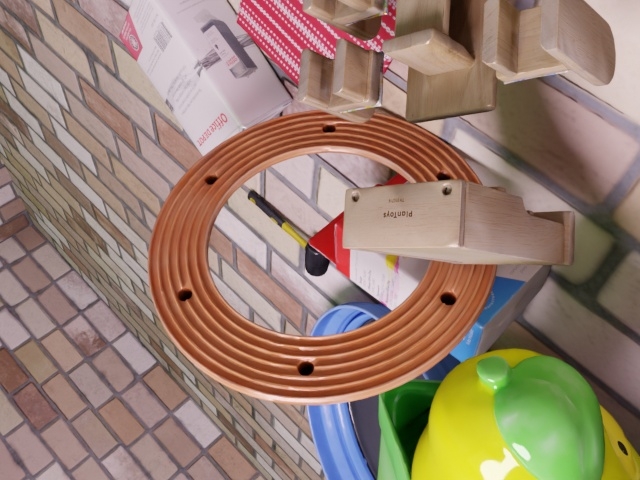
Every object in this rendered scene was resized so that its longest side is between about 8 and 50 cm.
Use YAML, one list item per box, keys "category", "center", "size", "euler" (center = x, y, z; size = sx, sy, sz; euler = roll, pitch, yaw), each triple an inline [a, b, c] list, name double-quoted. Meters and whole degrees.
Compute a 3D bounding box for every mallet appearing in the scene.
- category: "mallet"
  center: [-0.053, -0.013, 1.022]
  size: [0.189, 0.039, 0.062]
  euler: [38, 147, 34]

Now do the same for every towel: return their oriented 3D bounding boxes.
- category: "towel"
  center: [0.005, -0.249, 0.646]
  size: [0.199, 0.031, 0.275]
  euler: [47, 154, 6]

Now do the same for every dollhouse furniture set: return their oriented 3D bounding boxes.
- category: "dollhouse furniture set"
  center: [0.112, -0.107, 0.491]
  size: [0.212, 0.160, 0.242]
  euler: [0, 84, 44]

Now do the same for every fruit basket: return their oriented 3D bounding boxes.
- category: "fruit basket"
  center: [0.187, 0.237, 0.534]
  size: [0.392, 0.282, 0.393]
  euler: [-173, 90, -74]

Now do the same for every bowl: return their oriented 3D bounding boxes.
- category: "bowl"
  center: [0.102, 0.277, 0.938]
  size: [0.391, 0.077, 0.392]
  euler: [29, 125, 54]

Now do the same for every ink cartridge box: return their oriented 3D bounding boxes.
- category: "ink cartridge box"
  center: [-0.155, -0.228, 0.851]
  size: [0.218, 0.092, 0.158]
  euler: [57, 153, -7]
- category: "ink cartridge box"
  center: [0.108, 0.005, 0.678]
  size: [0.231, 0.134, 0.078]
  euler: [36, 150, 27]

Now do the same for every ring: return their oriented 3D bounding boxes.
- category: "ring"
  center: [0.000, 0.000, 0.624]
  size: [0.336, 0.336, 0.032]
  euler: [36, 156, 28]
